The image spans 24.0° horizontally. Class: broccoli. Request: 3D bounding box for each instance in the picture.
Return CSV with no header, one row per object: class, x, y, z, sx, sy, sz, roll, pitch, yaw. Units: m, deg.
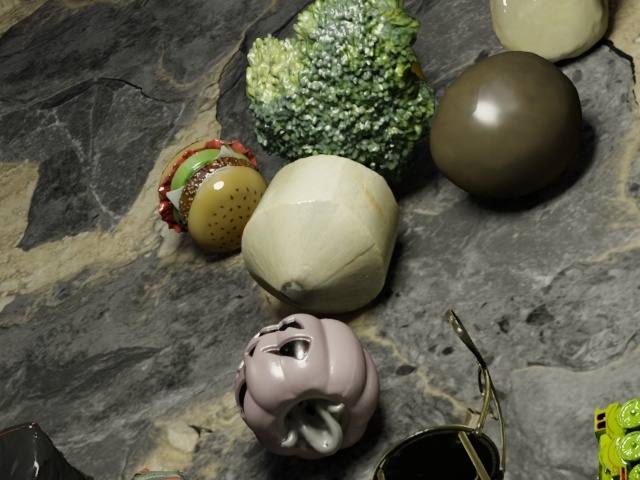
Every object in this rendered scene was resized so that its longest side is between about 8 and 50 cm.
broccoli,0.018,-0.233,2.134,0.249,0.375,0.302,-5,59,-7

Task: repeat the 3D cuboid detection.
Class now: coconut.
coconut,0.000,0.000,2.025,0.202,0.202,0.222,-10,38,29

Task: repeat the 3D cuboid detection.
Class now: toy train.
toy train,0.321,0.271,1.560,0.085,0.053,0.250,-23,34,27

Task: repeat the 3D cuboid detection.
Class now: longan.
longan,0.254,-0.156,2.030,0.220,0.197,0.196,-37,34,-18

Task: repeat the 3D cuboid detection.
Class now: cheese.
cheese,0.349,-0.375,2.286,0.173,0.251,0.248,-6,76,13

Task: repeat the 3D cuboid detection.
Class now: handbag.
handbag,-0.408,0.338,1.942,0.215,0.169,0.155,-20,52,15

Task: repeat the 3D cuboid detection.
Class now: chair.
chair,0.138,0.251,1.641,0.170,0.160,0.326,-26,38,7

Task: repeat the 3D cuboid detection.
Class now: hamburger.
hamburger,-0.148,-0.061,2.262,0.175,0.175,0.137,-38,48,-9

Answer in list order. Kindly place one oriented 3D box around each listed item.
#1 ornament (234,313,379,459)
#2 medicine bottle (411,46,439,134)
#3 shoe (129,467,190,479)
ornament,-0.016,0.183,1.827,0.177,0.177,0.177,-21,35,16
medicine bottle,0.134,-0.246,2.348,0.074,0.074,0.218,-26,32,9
shoe,-0.178,0.319,1.874,0.194,0.074,0.077,-4,37,38
